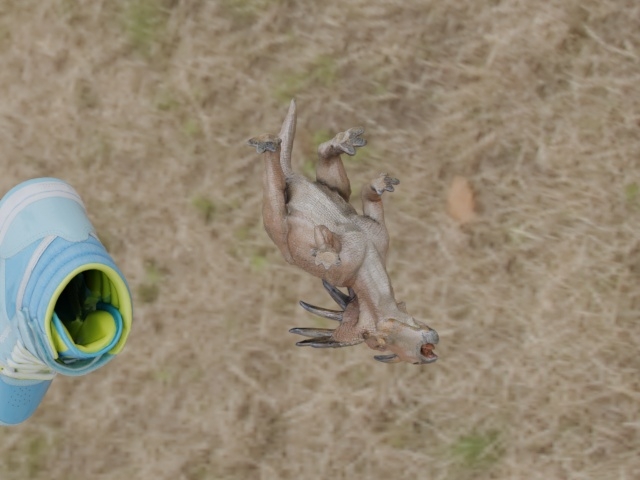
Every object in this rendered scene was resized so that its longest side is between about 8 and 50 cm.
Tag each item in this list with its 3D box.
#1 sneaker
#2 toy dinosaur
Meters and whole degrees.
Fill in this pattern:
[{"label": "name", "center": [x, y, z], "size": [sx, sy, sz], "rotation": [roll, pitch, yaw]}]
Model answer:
[{"label": "sneaker", "center": [-0.301, 0.115, 1.466], "size": [0.208, 0.127, 0.319], "rotation": [47, 131, 43]}, {"label": "toy dinosaur", "center": [0.000, 0.000, 1.388], "size": [0.296, 0.127, 0.200], "rotation": [56, 155, 29]}]
